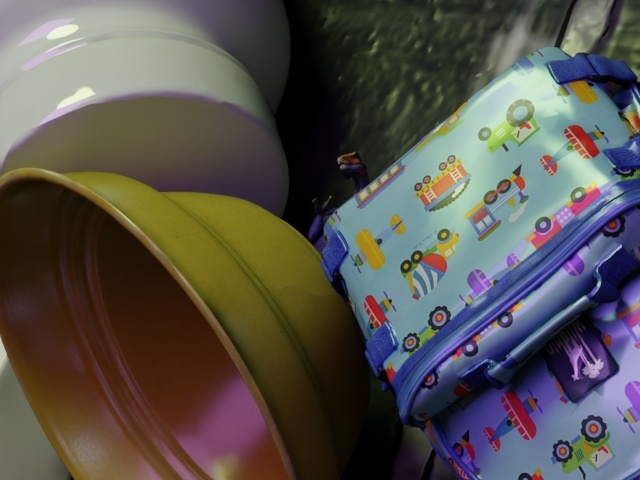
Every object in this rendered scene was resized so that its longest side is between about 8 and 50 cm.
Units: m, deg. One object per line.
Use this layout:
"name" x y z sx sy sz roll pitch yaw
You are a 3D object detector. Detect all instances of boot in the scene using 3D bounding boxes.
"boot" -0.168 0.080 0.882 0.086 0.069 0.190 -22 43 36

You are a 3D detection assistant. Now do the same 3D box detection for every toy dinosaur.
"toy dinosaur" 0.000 0.000 0.811 0.090 0.047 0.082 -30 28 34

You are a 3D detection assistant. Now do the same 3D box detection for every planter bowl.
"planter bowl" -0.044 0.049 0.741 0.090 0.217 0.217 -32 35 -30

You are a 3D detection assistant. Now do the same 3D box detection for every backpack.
"backpack" 0.098 0.038 0.652 0.158 0.117 0.173 -36 49 16

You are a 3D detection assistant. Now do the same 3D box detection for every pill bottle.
"pill bottle" -0.121 -0.132 0.886 0.188 0.188 0.334 -34 47 17
